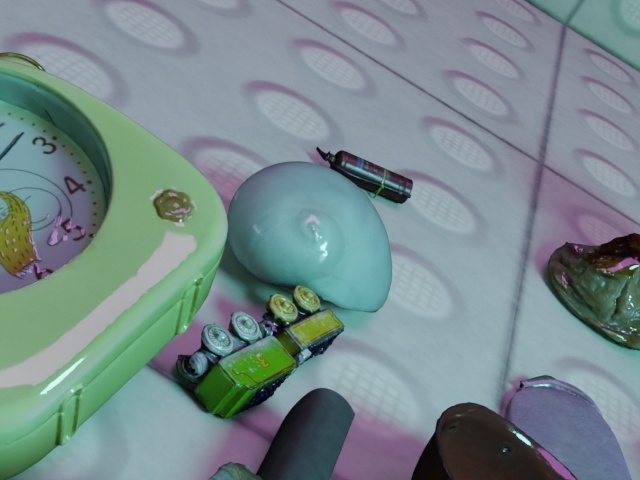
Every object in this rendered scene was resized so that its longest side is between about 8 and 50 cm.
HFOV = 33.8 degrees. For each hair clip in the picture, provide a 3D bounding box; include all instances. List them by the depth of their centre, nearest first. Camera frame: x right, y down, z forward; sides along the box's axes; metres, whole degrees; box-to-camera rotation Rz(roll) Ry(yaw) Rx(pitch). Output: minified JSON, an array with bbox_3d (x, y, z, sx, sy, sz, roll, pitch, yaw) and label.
[{"bbox_3d":[0.276,0.251,1.052,0.095,0.110,0.358,62,2,-39],"label":"hair clip"}]

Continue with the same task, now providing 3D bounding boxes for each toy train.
[{"bbox_3d":[-0.049,0.101,0.977,0.081,0.060,0.202,48,32,13],"label":"toy train"}]

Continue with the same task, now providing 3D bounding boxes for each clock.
[{"bbox_3d":[-0.271,-0.015,0.802,0.348,0.117,0.286,36,52,12],"label":"clock"}]

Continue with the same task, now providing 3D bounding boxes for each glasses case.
[{"bbox_3d":[-0.027,0.191,0.843,0.042,0.072,0.190,47,28,-9],"label":"glasses case"}]

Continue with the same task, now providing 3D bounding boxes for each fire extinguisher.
[{"bbox_3d":[0.056,-0.087,1.387,0.132,0.039,0.056,22,22,-18],"label":"fire extinguisher"}]

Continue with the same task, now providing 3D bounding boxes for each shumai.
[{"bbox_3d":[0.412,0.047,1.442,0.201,0.120,0.201,21,31,-14],"label":"shumai"}]

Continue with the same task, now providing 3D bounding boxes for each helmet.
[{"bbox_3d":[0.144,0.233,0.908,0.175,0.106,0.155,15,35,-32],"label":"helmet"}]

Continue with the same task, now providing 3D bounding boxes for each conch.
[{"bbox_3d":[0.003,-0.003,1.123,0.221,0.121,0.184,1,60,-55],"label":"conch"}]

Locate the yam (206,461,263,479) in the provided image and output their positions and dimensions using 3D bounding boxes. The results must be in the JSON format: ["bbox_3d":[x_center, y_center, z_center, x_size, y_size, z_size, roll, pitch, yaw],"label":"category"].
[{"bbox_3d":[-0.006,0.258,0.671,0.254,0.154,0.154,38,29,-3],"label":"yam"}]
